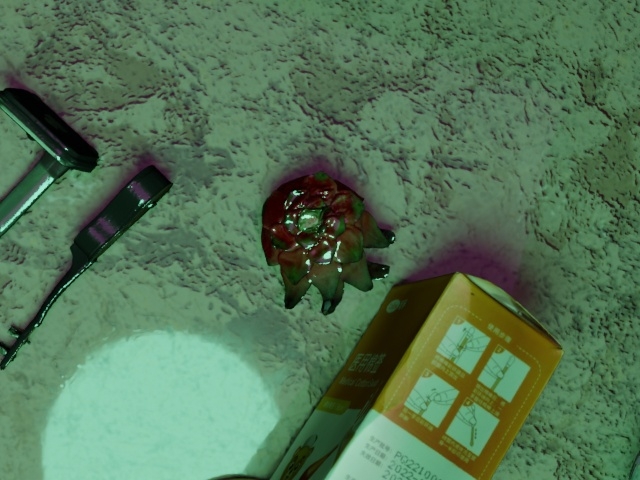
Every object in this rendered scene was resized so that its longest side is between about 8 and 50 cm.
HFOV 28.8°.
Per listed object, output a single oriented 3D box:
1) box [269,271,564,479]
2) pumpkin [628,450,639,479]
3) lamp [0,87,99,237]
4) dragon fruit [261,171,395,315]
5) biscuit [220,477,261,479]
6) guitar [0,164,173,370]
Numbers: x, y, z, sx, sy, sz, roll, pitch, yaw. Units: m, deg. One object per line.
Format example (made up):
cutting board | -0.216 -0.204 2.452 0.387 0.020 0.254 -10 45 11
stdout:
box | 0.074 0.207 1.262 0.143 0.225 0.341 34 77 -8
pumpkin | 0.462 0.276 1.308 0.260 0.260 0.189 15 100 -6
lamp | -0.393 -0.063 1.282 0.203 0.124 0.283 45 79 2
dragon fruit | 0.002 -0.004 1.332 0.130 0.121 0.142 -5 118 23
biscuit | -0.128 0.371 1.342 0.288 0.044 0.202 -16 91 -9
guitar | -0.260 0.028 1.325 0.038 0.084 0.271 42 91 0
